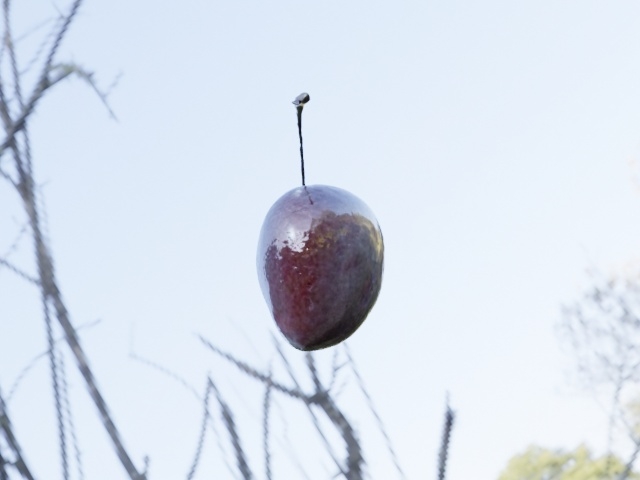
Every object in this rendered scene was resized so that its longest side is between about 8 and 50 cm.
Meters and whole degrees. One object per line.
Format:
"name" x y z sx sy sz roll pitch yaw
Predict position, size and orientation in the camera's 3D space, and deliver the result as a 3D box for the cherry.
"cherry" -0.004 0.005 1.073 0.148 0.115 0.188 -56 -18 -29
